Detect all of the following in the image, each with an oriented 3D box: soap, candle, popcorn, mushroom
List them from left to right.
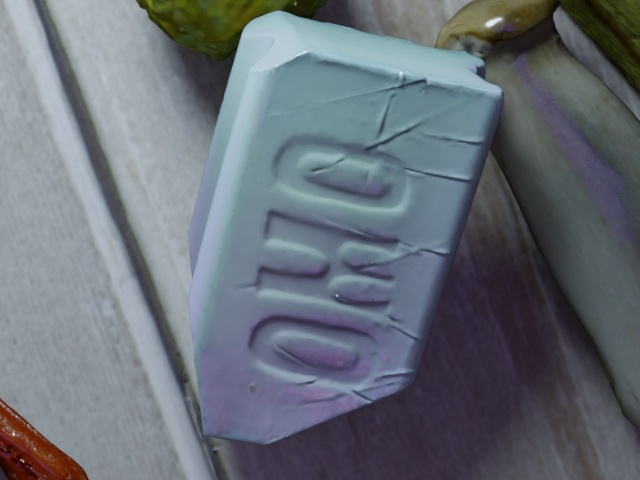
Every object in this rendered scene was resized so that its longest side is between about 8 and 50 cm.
[{"bbox_3d":[-0.289,0.154,1.616,0.329,0.048,0.051,41,73,-6],"label":"candle"},{"bbox_3d":[-0.072,-0.262,1.579,0.197,0.198,0.213,-8,68,-7],"label":"popcorn"},{"bbox_3d":[0.000,0.000,1.556,0.208,0.115,0.347,12,112,-12],"label":"soap"},{"bbox_3d":[0.247,-0.041,1.642,0.154,0.137,0.407,-28,102,7],"label":"mushroom"}]

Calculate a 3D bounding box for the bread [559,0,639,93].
[{"bbox_3d":[0.304,-0.274,1.596,0.245,0.233,0.362,-43,100,-6],"label":"bread"}]
